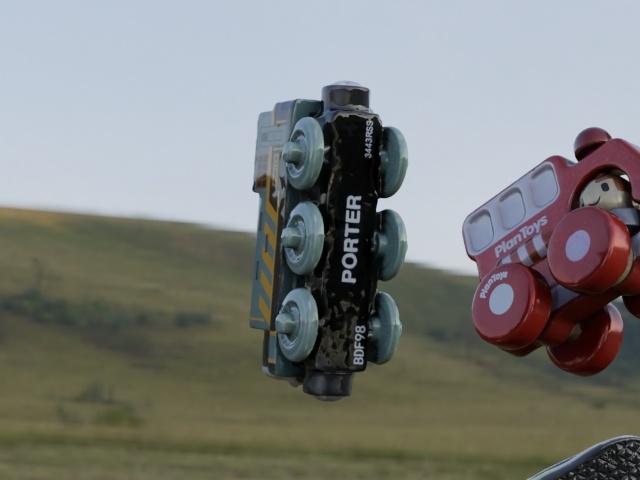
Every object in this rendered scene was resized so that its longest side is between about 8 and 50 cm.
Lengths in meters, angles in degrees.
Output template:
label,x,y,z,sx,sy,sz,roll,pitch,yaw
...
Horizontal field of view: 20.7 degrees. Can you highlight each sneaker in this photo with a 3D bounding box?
label,x,y,z,sx,sy,sz,roll,pitch,yaw
sneaker,0.309,0.298,2.149,0.235,0.084,0.097,-16,-1,-21

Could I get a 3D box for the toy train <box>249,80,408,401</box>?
label,x,y,z,sx,sy,sz,roll,pitch,yaw
toy train,0.000,0.000,1.852,0.142,0.333,0.190,3,-1,-25

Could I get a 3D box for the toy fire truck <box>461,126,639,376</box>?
label,x,y,z,sx,sy,sz,roll,pitch,yaw
toy fire truck,0.300,-0.001,2.078,0.169,0.253,0.302,21,-46,-37
